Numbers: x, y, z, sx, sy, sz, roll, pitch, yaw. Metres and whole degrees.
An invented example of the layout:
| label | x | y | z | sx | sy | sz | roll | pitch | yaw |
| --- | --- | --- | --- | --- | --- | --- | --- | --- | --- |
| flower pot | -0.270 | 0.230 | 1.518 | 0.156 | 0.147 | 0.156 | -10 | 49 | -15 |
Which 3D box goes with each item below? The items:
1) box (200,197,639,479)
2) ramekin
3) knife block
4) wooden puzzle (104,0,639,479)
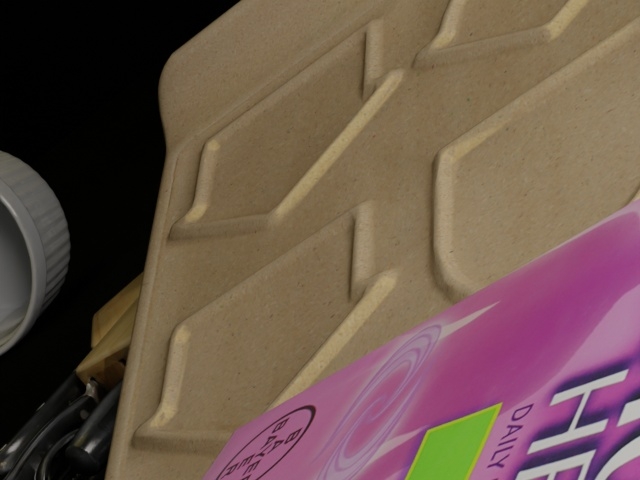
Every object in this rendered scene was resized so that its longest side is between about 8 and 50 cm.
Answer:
| label | x | y | z | sx | sy | sz | roll | pitch | yaw |
| --- | --- | --- | --- | --- | --- | --- | --- | --- | --- |
| box | 0.054 | 0.096 | 0.356 | 0.243 | 0.117 | 0.213 | -32 | 15 | 38 |
| ramekin | -0.338 | 0.007 | 1.788 | 0.207 | 0.207 | 0.109 | -35 | 2 | 26 |
| knife block | -0.034 | 0.048 | 0.899 | 0.276 | 0.088 | 0.242 | -41 | 12 | 0 |
| wooden puzzle | 0.052 | -0.016 | 0.740 | 0.322 | 0.080 | 0.348 | -34 | 36 | 29 |
